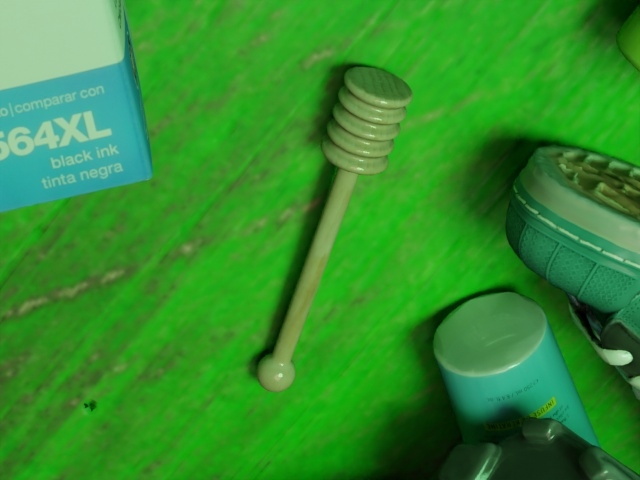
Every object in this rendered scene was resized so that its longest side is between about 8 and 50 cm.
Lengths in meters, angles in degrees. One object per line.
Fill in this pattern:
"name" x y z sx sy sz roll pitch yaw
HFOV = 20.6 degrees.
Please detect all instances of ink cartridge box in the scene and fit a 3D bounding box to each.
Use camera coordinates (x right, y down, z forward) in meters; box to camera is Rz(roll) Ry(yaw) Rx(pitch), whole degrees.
"ink cartridge box" -0.120 -0.131 0.587 0.086 0.148 0.203 -11 122 -3

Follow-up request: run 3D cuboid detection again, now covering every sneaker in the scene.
"sneaker" 0.186 0.068 0.788 0.302 0.108 0.121 29 107 -26

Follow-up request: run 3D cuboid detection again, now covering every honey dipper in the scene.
"honey dipper" 0.000 0.000 0.761 0.030 0.030 0.160 11 122 -17

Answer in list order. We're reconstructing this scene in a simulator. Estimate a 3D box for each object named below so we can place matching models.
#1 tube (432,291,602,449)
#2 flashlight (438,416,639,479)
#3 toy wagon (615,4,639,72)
"tube" 0.107 0.115 0.840 0.080 0.052 0.207 -18 128 8
"flashlight" 0.179 0.182 0.820 0.103 0.103 0.304 -27 138 23
"toy wagon" 0.198 -0.175 0.671 0.344 0.068 0.267 27 112 -25
